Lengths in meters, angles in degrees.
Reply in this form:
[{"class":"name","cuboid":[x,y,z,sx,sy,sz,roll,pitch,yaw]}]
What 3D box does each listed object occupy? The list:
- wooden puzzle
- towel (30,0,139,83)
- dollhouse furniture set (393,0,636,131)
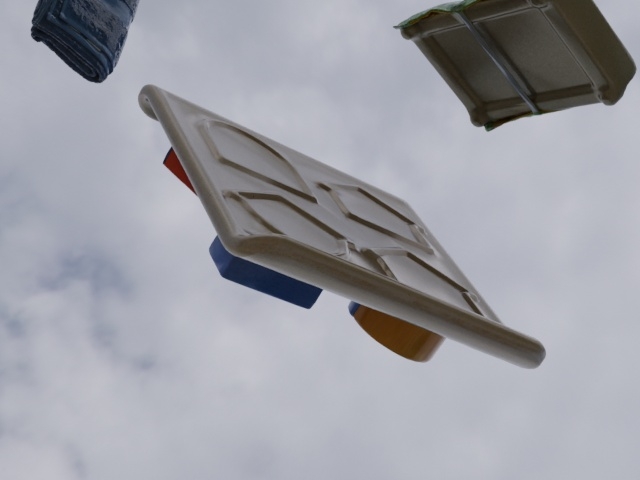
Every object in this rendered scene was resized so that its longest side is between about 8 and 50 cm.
[{"class":"wooden puzzle","cuboid":[0.000,0.000,1.145,0.322,0.348,0.081,23,-75,-32]},{"class":"towel","cuboid":[-0.155,-0.168,0.863,0.029,0.119,0.067,-24,-49,37]},{"class":"dollhouse furniture set","cuboid":[0.175,-0.270,1.223,0.301,0.197,0.151,47,-121,-28]}]
